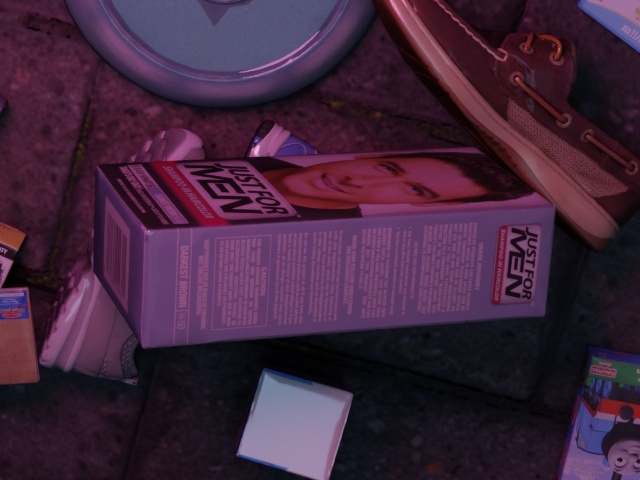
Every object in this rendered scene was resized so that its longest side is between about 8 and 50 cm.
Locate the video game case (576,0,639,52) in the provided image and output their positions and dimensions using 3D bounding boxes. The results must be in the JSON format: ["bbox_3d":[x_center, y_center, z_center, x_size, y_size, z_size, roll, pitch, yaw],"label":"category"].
[{"bbox_3d":[0.335,-0.251,1.794,0.119,0.015,0.166,35,105,-10],"label":"video game case"}]

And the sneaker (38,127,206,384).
[{"bbox_3d":[-0.168,0.016,1.854,0.115,0.105,0.281,23,117,-16],"label":"sneaker"}]

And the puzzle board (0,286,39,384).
[{"bbox_3d":[-0.338,0.093,1.853,0.128,0.011,0.096,-3,106,2],"label":"puzzle board"}]

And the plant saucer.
[{"bbox_3d":[-0.088,-0.271,1.768,0.317,0.044,0.318,-1,108,-4],"label":"plant saucer"}]

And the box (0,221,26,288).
[{"bbox_3d":[-0.373,0.082,1.887,0.087,0.058,0.232,26,106,-7],"label":"box"}]

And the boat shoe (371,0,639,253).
[{"bbox_3d":[0.185,-0.143,1.785,0.123,0.123,0.342,-44,103,0],"label":"boat shoe"}]

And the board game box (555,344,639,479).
[{"bbox_3d":[0.322,0.221,1.930,0.160,0.039,0.211,10,108,-3],"label":"board game box"}]

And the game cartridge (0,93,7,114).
[{"bbox_3d":[-0.498,-0.159,1.816,0.355,0.068,0.230,38,108,-10],"label":"game cartridge"}]

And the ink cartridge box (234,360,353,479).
[{"bbox_3d":[-0.028,0.173,1.875,0.092,0.143,0.090,16,90,-4],"label":"ink cartridge box"}]

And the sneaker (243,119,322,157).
[{"bbox_3d":[-0.061,-0.006,1.843,0.081,0.080,0.211,23,107,-4],"label":"sneaker"}]

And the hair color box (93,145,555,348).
[{"bbox_3d":[0.000,0.000,1.727,0.374,0.185,0.114,-3,111,-19],"label":"hair color box"}]
